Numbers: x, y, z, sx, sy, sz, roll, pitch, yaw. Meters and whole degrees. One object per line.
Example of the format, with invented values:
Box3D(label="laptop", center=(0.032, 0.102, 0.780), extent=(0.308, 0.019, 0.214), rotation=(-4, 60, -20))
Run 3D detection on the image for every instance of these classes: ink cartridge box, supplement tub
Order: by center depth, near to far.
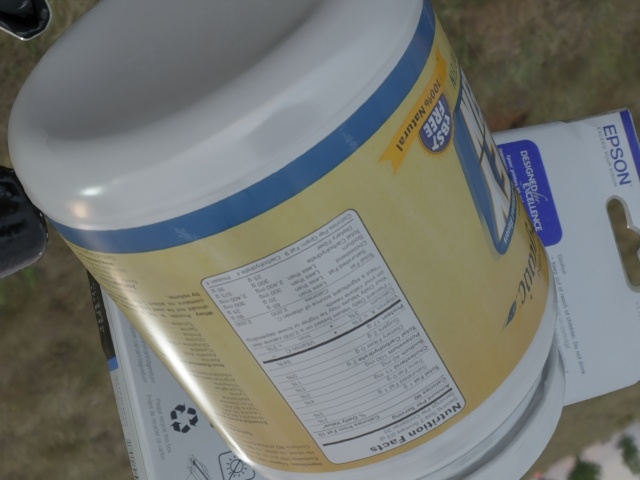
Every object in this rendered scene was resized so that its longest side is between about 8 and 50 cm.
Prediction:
Box3D(label="supplement tub", center=(0.000, 0.000, 0.410), extent=(0.144, 0.144, 0.199), rotation=(-30, 125, 3))
Box3D(label="ink cartridge box", center=(0.044, 0.034, 0.641), extent=(0.333, 0.165, 0.065), rotation=(-11, 173, -18))

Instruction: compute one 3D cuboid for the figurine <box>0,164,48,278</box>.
Box3D(label="figurine", center=(-0.296, -0.034, 0.714), extent=(0.209, 0.092, 0.214), rotation=(-38, 130, -40))

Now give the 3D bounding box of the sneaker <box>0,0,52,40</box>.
Box3D(label="sneaker", center=(-0.112, -0.094, 0.347), extent=(0.032, 0.037, 0.083), rotation=(-43, 137, 6))
